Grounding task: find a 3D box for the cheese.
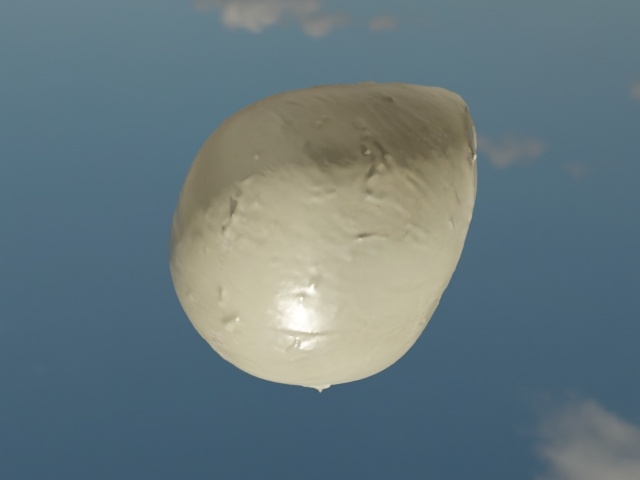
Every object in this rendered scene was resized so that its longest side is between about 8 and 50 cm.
[{"bbox_3d":[0.000,0.000,0.935,0.189,0.198,0.154,1,-146,-37],"label":"cheese"}]
